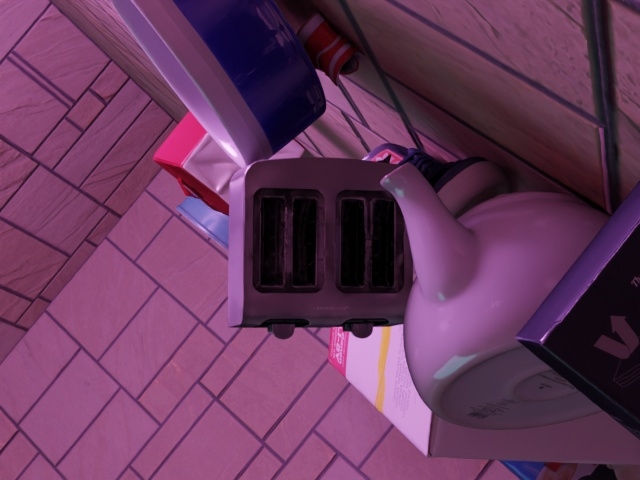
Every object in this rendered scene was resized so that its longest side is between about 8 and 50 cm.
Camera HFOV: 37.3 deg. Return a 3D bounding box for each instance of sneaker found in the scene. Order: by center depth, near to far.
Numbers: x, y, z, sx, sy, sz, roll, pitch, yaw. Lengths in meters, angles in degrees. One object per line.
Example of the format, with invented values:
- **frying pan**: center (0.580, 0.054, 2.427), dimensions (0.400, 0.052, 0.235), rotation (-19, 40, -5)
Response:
- **sneaker**: center (0.006, -0.183, 0.954), dimensions (0.067, 0.042, 0.118), rotation (42, 175, -1)
- **sneaker**: center (0.102, -0.051, 1.045), dimensions (0.148, 0.131, 0.350), rotation (53, 172, 7)

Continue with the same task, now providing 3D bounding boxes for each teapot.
- **teapot**: center (0.187, 0.044, 0.840), dimensions (0.256, 0.252, 0.187), rotation (84, 179, -58)

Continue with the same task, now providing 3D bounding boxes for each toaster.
- **toaster**: center (0.000, 0.000, 0.906), dimensions (0.168, 0.186, 0.110), rotation (1, 177, -13)

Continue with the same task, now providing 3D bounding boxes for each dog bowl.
- **dog bowl**: center (-0.112, -0.204, 0.963), dimensions (0.265, 0.104, 0.265), rotation (51, 174, 7)

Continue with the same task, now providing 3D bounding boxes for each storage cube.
- **storage cube**: center (-0.181, -0.167, 1.855), dimensions (0.183, 0.215, 0.193), rotation (41, 170, -25)

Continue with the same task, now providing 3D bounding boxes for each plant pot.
- **plant pot**: center (-0.160, -0.089, 2.254), dimensions (0.271, 0.255, 0.271), rotation (38, 176, 3)

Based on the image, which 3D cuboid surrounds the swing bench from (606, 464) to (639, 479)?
- **swing bench**: center (0.537, 0.399, 1.256), dimensions (0.254, 0.165, 0.253), rotation (44, -159, -30)

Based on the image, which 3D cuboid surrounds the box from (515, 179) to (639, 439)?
- **box**: center (0.236, 0.051, 0.592), dimensions (0.158, 0.156, 0.093), rotation (39, 178, 4)

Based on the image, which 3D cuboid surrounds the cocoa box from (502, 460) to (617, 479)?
- **cocoa box**: center (0.411, 0.313, 1.573), dimensions (0.228, 0.231, 0.347), rotation (40, 177, 2)

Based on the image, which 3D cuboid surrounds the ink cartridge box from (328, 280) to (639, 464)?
- **ink cartridge box**: center (0.196, 0.138, 1.190), dimensions (0.279, 0.160, 0.384), rotation (5, -173, -16)
